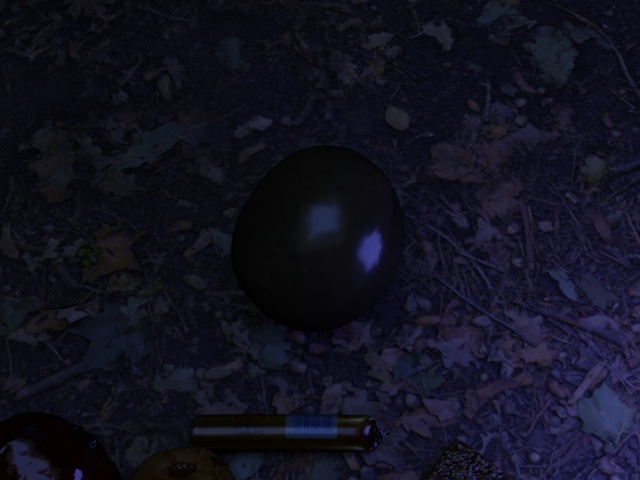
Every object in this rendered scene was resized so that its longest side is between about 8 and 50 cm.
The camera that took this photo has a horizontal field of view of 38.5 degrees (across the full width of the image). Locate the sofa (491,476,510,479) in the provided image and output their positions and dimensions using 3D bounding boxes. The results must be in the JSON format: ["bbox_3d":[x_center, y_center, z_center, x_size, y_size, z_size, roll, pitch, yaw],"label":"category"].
[{"bbox_3d":[0.368,0.473,1.609,0.147,0.060,0.085,11,60,4],"label":"sofa"}]

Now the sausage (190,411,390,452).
[{"bbox_3d":[-0.056,0.356,1.700,0.371,0.082,0.082,0,61,0],"label":"sausage"}]

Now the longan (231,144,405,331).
[{"bbox_3d":[0.000,0.000,1.769,0.361,0.361,0.361,0,61,1],"label":"longan"}]

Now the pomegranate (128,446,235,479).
[{"bbox_3d":[-0.237,0.470,1.573,0.215,0.215,0.215,0,61,1],"label":"pomegranate"}]

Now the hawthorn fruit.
[{"bbox_3d":[-0.493,0.451,1.560,0.265,0.265,0.307,31,79,17],"label":"hawthorn fruit"}]

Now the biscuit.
[{"bbox_3d":[0.299,0.473,1.659,0.231,0.025,0.131,36,67,18],"label":"biscuit"}]
